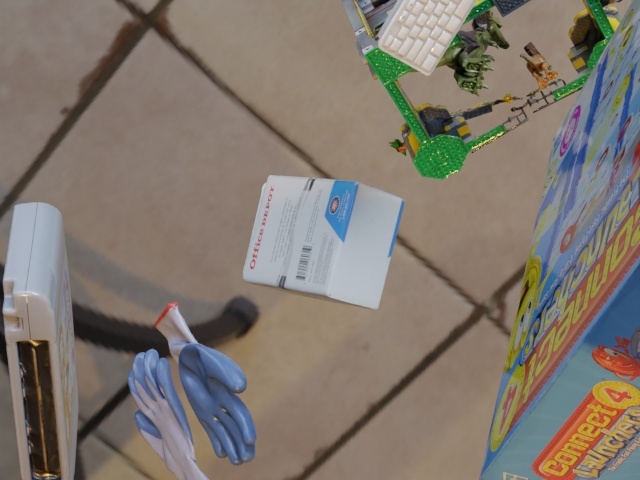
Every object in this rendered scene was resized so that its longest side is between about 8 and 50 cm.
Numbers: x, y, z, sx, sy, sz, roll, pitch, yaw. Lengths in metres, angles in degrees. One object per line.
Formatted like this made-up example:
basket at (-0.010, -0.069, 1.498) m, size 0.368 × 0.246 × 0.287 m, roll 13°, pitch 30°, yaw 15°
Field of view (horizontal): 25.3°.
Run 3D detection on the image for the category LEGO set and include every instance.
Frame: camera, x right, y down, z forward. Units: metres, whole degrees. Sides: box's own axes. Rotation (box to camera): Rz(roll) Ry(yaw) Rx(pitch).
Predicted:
LEGO set at (0.173, -0.247, 1.580) m, size 0.331 × 0.192 × 0.255 m, roll -36°, pitch 129°, yaw 16°

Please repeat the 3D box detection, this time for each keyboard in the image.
keyboard at (0.131, -0.250, 1.114) m, size 0.072 × 0.014 × 0.256 m, roll 23°, pitch 103°, yaw -43°

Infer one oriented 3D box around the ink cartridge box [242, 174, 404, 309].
ink cartridge box at (0.000, 0.000, 1.831) m, size 0.086 × 0.203 × 0.148 m, roll 17°, pitch 85°, yaw -34°

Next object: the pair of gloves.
pair of gloves at (-0.115, 0.147, 1.271) m, size 0.159 × 0.023 × 0.198 m, roll 59°, pitch 143°, yaw 18°

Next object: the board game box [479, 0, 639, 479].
board game box at (0.207, -0.031, 0.856) m, size 0.086 × 0.302 × 0.308 m, roll 20°, pitch 143°, yaw -1°

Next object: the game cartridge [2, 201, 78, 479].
game cartridge at (-0.288, 0.121, 1.489) m, size 0.062 × 0.198 × 0.297 m, roll 0°, pitch 123°, yaw -2°
